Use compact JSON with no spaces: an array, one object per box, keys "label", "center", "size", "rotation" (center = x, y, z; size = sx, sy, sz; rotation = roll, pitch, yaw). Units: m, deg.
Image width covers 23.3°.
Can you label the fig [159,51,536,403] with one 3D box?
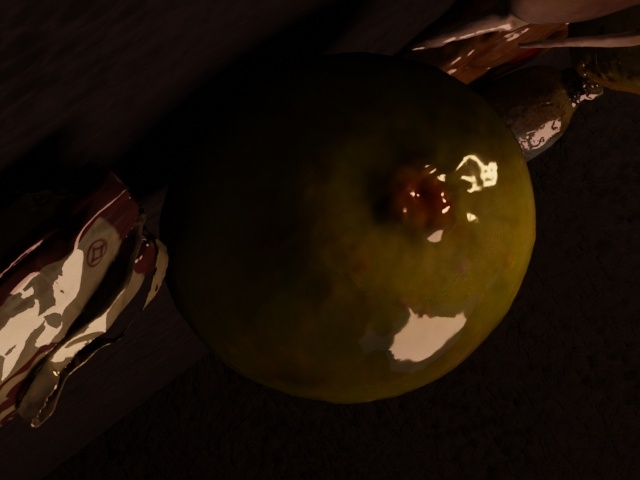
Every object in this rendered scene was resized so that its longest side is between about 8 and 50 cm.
[{"label":"fig","center":[0.000,0.000,1.162],"size":[0.258,0.258,0.326],"rotation":[-33,-173,-34]}]

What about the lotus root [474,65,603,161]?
[{"label":"lotus root","center":[0.198,-0.127,1.587],"size":[0.192,0.088,0.113],"rotation":[-27,-168,26]}]

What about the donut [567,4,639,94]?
[{"label":"donut","center":[0.335,-0.162,1.322],"size":[0.272,0.107,0.272],"rotation":[4,-175,0]}]

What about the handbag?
[{"label":"handbag","center":[-0.203,0.056,0.982],"size":[0.235,0.127,0.213],"rotation":[-37,174,-7]}]

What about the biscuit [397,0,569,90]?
[{"label":"biscuit","center":[0.224,-0.236,1.503],"size":[0.350,0.070,0.394],"rotation":[-35,176,-12]}]

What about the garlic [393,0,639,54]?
[{"label":"garlic","center":[0.250,-0.204,1.049],"size":[0.246,0.231,0.340],"rotation":[-36,171,-35]}]
